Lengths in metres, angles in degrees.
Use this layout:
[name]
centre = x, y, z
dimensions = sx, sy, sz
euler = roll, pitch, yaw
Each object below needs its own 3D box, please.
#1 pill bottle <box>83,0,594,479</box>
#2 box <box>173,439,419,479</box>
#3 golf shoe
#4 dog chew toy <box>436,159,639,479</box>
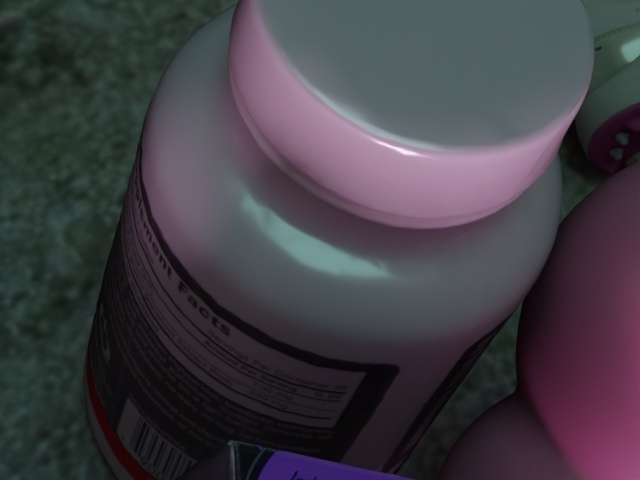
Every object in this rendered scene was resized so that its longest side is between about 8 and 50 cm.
[pill bottle]
centre = 0.000, 0.000, 0.678
dimensions = 0.176, 0.318, 0.176
euler = 8, 57, -12
[box]
centre = -0.026, 0.198, 0.561
dimensions = 0.165, 0.270, 0.143
euler = 17, 55, -25
[golf shoe]
centre = 0.266, -0.151, 0.973
dimensions = 0.306, 0.115, 0.140
euler = -21, 64, -27
[dog chew toy]
centre = 0.143, 0.123, 0.676
dimensions = 0.207, 0.206, 0.331
euler = 33, 101, 6
